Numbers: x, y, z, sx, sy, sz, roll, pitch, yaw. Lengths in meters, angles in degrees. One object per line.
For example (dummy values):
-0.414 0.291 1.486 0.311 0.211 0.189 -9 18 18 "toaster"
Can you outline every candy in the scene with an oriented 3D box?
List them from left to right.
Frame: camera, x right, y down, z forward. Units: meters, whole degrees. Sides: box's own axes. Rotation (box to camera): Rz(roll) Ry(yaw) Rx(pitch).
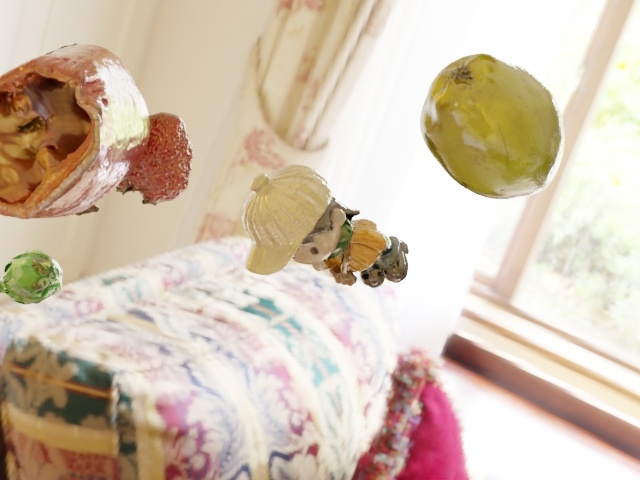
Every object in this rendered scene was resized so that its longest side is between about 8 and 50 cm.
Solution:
-0.581 0.087 1.886 0.323 0.097 0.097 -14 3 27 "candy"

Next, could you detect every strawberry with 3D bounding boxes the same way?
-0.261 -0.132 1.684 0.131 0.148 0.131 12 16 -4 "strawberry"

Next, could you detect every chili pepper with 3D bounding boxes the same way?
-0.364 -0.144 1.450 0.229 0.251 0.305 57 6 -3 "chili pepper"

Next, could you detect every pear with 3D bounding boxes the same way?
0.271 -0.172 1.694 0.269 0.212 0.212 46 -1 -37 "pear"

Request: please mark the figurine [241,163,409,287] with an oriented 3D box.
0.007 -0.026 2.007 0.332 0.204 0.185 7 -18 -39 "figurine"
